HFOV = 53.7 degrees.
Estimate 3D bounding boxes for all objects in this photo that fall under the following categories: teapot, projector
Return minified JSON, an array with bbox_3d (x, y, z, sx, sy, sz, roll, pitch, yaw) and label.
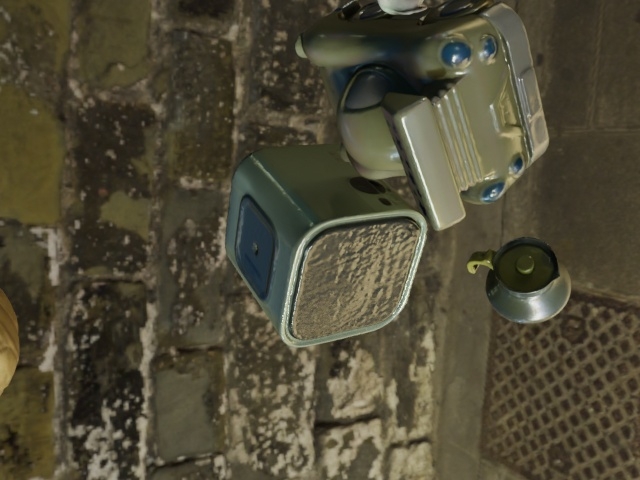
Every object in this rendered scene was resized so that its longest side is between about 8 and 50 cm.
[{"bbox_3d":[0.310,0.057,1.001,0.165,0.119,0.130,21,70,30],"label":"teapot"},{"bbox_3d":[0.000,0.000,1.080,0.249,0.248,0.248,49,137,45],"label":"projector"}]

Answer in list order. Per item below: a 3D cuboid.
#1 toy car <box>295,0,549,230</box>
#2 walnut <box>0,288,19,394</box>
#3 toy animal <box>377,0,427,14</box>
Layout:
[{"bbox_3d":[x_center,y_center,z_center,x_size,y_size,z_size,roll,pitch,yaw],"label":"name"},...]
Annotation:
[{"bbox_3d":[0.101,-0.170,0.834,0.336,0.226,0.242,24,148,51],"label":"toy car"},{"bbox_3d":[-0.523,0.124,0.807,0.225,0.261,0.225,-44,25,27],"label":"walnut"},{"bbox_3d":[0.046,-0.167,0.269,0.071,0.085,0.124,39,137,55],"label":"toy animal"}]
